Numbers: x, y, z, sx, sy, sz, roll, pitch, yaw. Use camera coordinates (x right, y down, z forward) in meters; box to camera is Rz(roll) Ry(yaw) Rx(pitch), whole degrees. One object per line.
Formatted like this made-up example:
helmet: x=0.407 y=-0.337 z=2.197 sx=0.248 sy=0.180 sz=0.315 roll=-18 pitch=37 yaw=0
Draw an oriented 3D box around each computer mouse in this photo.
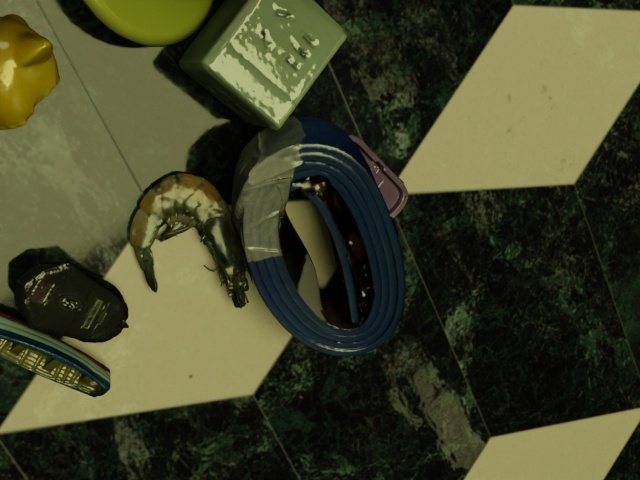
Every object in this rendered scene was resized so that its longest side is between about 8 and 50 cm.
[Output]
computer mouse: x=-0.336 y=0.083 z=1.160 sx=0.172 sy=0.057 sz=0.099 roll=32 pitch=85 yaw=-38

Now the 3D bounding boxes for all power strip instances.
power strip: x=-0.063 y=-0.279 z=1.161 sx=0.140 sy=0.139 sz=0.224 roll=39 pitch=83 yaw=-25

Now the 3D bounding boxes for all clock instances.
clock: x=0.051 y=-0.081 z=1.303 sx=0.153 sy=0.050 sz=0.110 roll=43 pitch=82 yaw=-25

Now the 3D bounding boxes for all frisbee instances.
frisbee: x=-0.216 y=-0.363 z=1.090 sx=0.236 sy=0.017 sz=0.236 roll=-5 pitch=96 yaw=-47

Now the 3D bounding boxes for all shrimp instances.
shrimp: x=-0.183 y=0.015 z=1.222 sx=0.150 sy=0.051 sz=0.217 roll=-29 pitch=103 yaw=-13

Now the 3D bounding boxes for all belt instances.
belt: x=0.000 y=0.000 z=1.224 sx=0.212 sy=0.117 sz=0.347 roll=-18 pitch=119 yaw=3

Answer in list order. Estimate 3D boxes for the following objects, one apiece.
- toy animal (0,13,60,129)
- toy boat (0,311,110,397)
toy animal: x=-0.428 y=-0.193 z=1.012 sx=0.230 sy=0.156 sz=0.156 roll=-25 pitch=110 yaw=-20
toy boat: x=-0.383 y=0.145 z=1.148 sx=0.229 sy=0.080 sz=0.046 roll=32 pitch=52 yaw=-24
